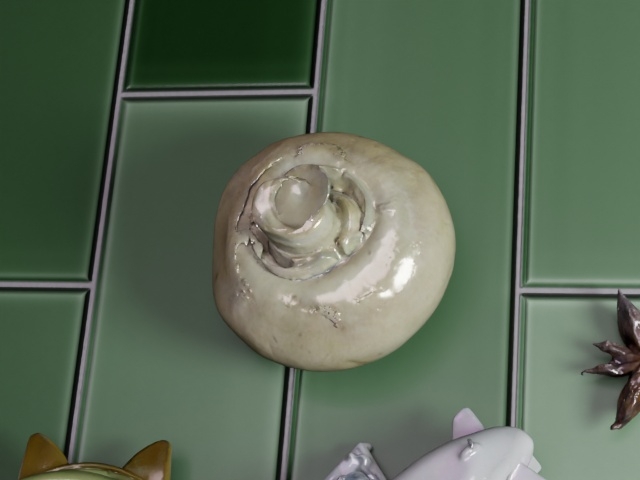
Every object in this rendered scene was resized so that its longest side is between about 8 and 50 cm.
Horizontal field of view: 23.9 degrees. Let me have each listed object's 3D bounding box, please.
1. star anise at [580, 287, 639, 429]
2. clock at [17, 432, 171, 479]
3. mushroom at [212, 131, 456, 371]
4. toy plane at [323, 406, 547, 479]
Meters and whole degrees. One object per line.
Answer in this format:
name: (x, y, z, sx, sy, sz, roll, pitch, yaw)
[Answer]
star anise: (0.304, 0.105, 1.424, 0.124, 0.056, 0.129, -19, 67, 5)
clock: (-0.236, 0.349, 1.410, 0.286, 0.117, 0.348, 1, 70, 11)
mushroom: (0.000, 0.000, 1.453, 0.246, 0.202, 0.246, -9, 62, 18)
toy plane: (0.100, 0.264, 1.375, 0.252, 0.118, 0.252, -14, 53, 18)
